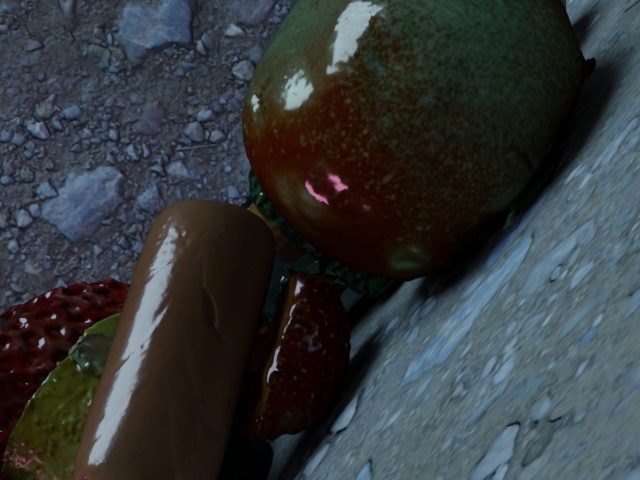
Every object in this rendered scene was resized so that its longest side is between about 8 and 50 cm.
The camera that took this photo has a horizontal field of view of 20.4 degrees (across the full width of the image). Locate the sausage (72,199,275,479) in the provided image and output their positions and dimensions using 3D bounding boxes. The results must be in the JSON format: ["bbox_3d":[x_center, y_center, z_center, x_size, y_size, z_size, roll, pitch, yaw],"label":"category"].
[{"bbox_3d":[-0.124,0.111,1.523,0.121,0.121,0.304,-42,28,55],"label":"sausage"}]

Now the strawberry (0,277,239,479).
[{"bbox_3d":[-0.262,0.170,1.975,0.291,0.310,0.292,-56,6,10],"label":"strawberry"}]

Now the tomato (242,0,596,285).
[{"bbox_3d":[0.071,-0.120,1.502,0.303,0.239,0.303,-53,10,13],"label":"tomato"}]

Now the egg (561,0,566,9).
[{"bbox_3d":[0.157,-0.216,1.728,0.201,0.164,0.164,-34,-8,-44],"label":"egg"}]

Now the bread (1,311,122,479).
[{"bbox_3d":[-0.186,0.155,1.686,0.186,0.124,0.257,-58,-5,23],"label":"bread"}]

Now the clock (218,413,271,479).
[{"bbox_3d":[-0.162,0.294,1.657,0.319,0.066,0.319,-52,7,8],"label":"clock"}]

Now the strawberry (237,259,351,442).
[{"bbox_3d":[-0.016,0.099,1.557,0.140,0.085,0.192,-64,11,12],"label":"strawberry"}]

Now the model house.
[{"bbox_3d":[-0.035,0.024,1.791,0.291,0.184,0.253,-54,10,25],"label":"model house"}]
